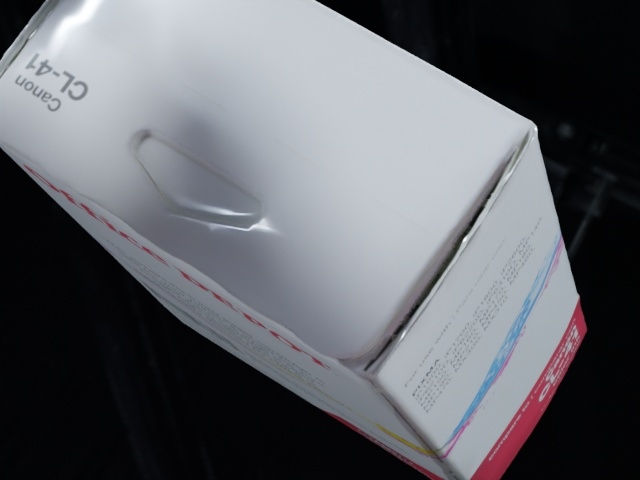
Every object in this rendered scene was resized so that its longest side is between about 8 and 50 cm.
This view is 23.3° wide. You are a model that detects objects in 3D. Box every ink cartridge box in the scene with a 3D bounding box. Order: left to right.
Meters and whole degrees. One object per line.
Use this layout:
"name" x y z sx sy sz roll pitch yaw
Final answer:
"ink cartridge box" 0.000 0.000 0.768 0.226 0.131 0.306 32 -11 21
